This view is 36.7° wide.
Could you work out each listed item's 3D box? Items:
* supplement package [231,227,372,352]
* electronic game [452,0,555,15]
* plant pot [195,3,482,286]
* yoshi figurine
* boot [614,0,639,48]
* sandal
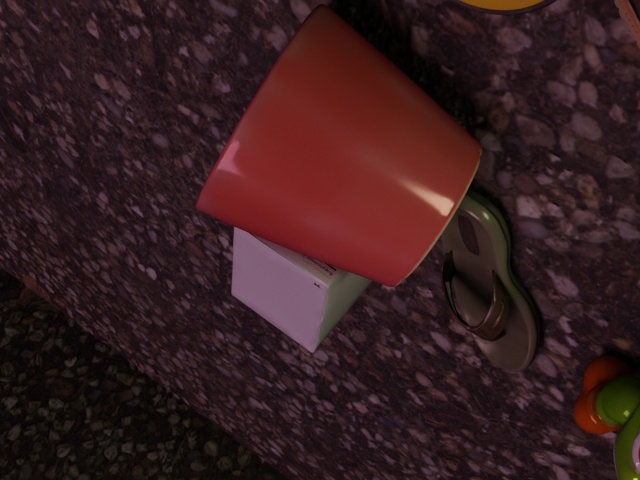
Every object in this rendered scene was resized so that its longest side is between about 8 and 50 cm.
[{"bbox_3d":[0.000,0.000,1.294,0.149,0.203,0.194,34,150,14],"label":"supplement package"},{"bbox_3d":[0.140,-0.303,0.863,0.229,0.048,0.229,31,150,20],"label":"electronic game"},{"bbox_3d":[0.031,-0.090,1.097,0.243,0.275,0.275,31,152,-3],"label":"plant pot"},{"bbox_3d":[0.437,0.170,1.078,0.362,0.204,0.203,128,134,-75],"label":"yoshi figurine"},{"bbox_3d":[0.371,-0.182,0.742,0.248,0.090,0.207,46,138,2],"label":"boot"},{"bbox_3d":[0.200,0.064,1.255,0.120,0.086,0.302,14,141,42],"label":"sandal"}]
